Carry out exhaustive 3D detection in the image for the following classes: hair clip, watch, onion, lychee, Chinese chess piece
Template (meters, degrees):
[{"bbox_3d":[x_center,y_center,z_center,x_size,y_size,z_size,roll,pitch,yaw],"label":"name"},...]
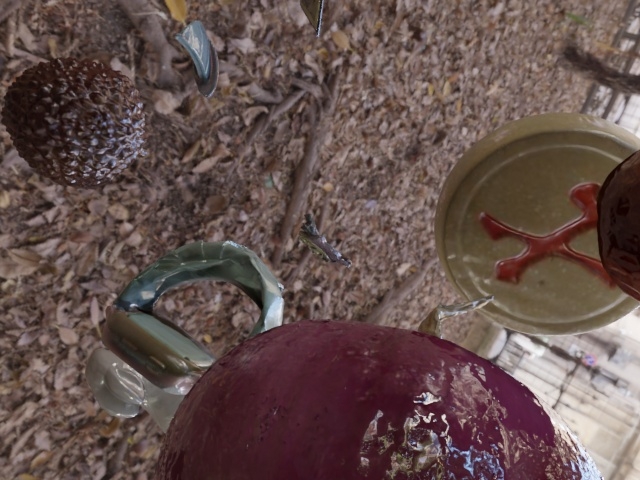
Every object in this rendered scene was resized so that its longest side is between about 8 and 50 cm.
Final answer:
[{"bbox_3d":[-0.006,0.006,1.499,0.056,0.146,0.187,-47,124,-22],"label":"hair clip"},{"bbox_3d":[-0.191,0.110,0.846,0.241,0.253,0.162,-59,164,-2],"label":"watch"},{"bbox_3d":[0.039,0.202,0.450,0.345,0.358,0.358,-101,-170,-48],"label":"onion"},{"bbox_3d":[-0.469,-0.231,1.047,0.300,0.264,0.264,19,99,-53],"label":"lychee"},{"bbox_3d":[0.345,-0.022,0.795,0.140,0.338,0.338,-51,159,-64],"label":"Chinese chess piece"}]

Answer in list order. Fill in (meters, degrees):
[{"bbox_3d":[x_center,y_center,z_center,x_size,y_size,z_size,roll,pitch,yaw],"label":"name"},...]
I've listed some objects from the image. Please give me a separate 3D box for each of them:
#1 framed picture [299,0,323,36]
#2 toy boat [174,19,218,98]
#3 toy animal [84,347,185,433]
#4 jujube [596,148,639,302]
[{"bbox_3d":[-0.025,-0.730,1.518,0.010,0.195,0.199,-9,140,-18],"label":"framed picture"},{"bbox_3d":[-0.151,-0.242,0.651,0.122,0.034,0.096,99,-14,-80],"label":"toy boat"},{"bbox_3d":[-0.428,0.385,1.345,0.194,0.357,0.258,-59,-161,30],"label":"toy animal"},{"bbox_3d":[0.403,-0.022,0.493,0.190,0.255,0.190,18,64,-42],"label":"jujube"}]
